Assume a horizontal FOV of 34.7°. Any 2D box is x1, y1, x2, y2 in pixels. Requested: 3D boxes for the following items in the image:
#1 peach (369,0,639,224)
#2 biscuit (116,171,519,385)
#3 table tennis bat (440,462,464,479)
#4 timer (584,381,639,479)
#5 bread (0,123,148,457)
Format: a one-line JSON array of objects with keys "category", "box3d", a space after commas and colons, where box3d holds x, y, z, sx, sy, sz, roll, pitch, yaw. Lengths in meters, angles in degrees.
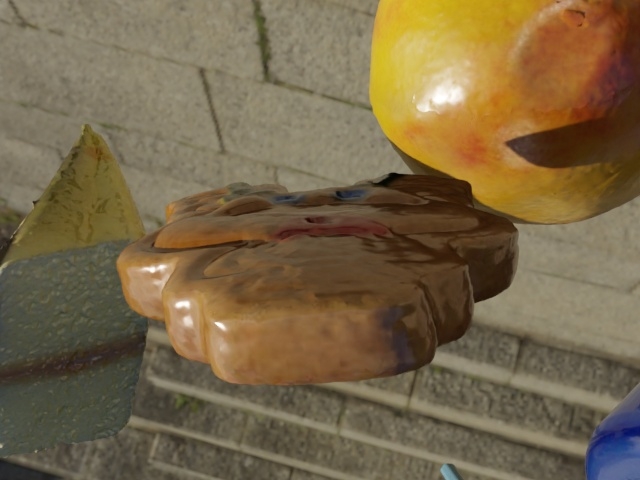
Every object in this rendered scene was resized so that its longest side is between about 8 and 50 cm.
[{"category": "peach", "box3d": [0.204, -0.162, 0.858, 0.307, 0.289, 0.289, -6, 157, 19]}, {"category": "biscuit", "box3d": [0.000, 0.000, 0.543, 0.202, 0.047, 0.334, -4, -168, 2]}, {"category": "table tennis bat", "box3d": [0.173, 0.305, 1.154, 0.100, 0.019, 0.155, 33, -168, -30]}, {"category": "timer", "box3d": [0.386, 0.079, 0.679, 0.270, 0.383, 0.270, 35, 158, 16]}, {"category": "bread", "box3d": [-0.231, 0.038, 0.855, 0.135, 0.178, 0.240, -8, 136, -26]}]
